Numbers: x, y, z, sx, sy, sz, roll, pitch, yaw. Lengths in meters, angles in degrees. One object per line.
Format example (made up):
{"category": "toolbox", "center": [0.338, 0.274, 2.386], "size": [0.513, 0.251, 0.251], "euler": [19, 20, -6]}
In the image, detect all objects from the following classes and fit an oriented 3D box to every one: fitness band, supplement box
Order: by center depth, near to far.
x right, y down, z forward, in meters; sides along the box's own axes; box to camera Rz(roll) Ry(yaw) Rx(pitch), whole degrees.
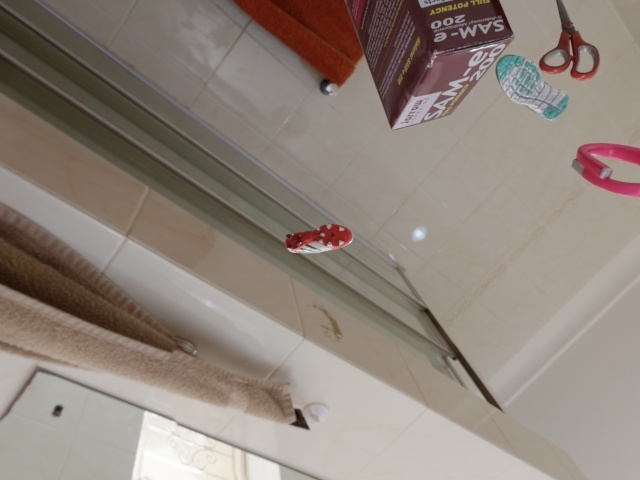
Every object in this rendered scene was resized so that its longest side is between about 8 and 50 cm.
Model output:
{"category": "supplement box", "center": [0.072, -0.241, 0.395], "size": [0.073, 0.239, 0.130], "euler": [-16, 172, -8]}
{"category": "fitness band", "center": [0.783, -0.187, 1.114], "size": [0.291, 0.209, 0.054], "euler": [-82, 171, -60]}

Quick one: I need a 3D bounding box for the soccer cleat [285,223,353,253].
{"category": "soccer cleat", "center": [0.000, 0.000, 0.487], "size": [0.083, 0.035, 0.029], "euler": [-10, -106, 25]}

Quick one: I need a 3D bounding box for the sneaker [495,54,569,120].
{"category": "sneaker", "center": [0.350, -0.265, 0.753], "size": [0.065, 0.166, 0.076], "euler": [-54, -148, 20]}

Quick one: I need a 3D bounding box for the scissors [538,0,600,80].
{"category": "scissors", "center": [0.534, -0.438, 0.921], "size": [0.109, 0.021, 0.297], "euler": [12, -121, 22]}
